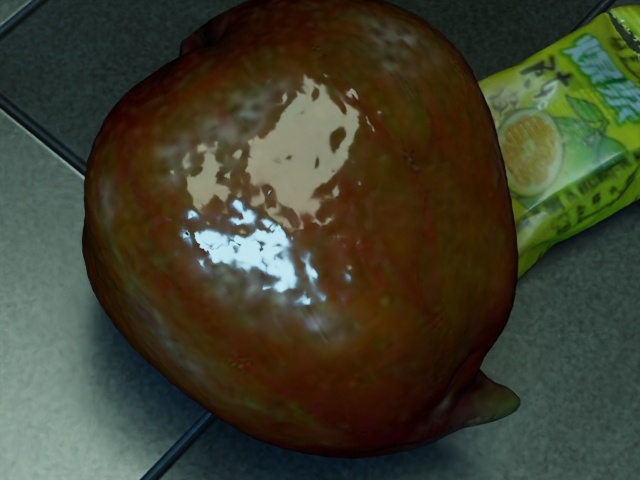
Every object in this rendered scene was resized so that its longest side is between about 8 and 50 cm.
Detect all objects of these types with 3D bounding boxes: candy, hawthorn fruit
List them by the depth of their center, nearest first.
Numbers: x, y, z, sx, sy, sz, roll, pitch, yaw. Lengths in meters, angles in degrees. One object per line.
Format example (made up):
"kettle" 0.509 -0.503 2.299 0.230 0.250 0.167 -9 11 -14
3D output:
"hawthorn fruit" -0.015 -0.006 1.056 0.295 0.295 0.311 -10 87 -12
"candy" 0.172 -0.060 1.202 0.297 0.081 0.187 -28 68 -10
